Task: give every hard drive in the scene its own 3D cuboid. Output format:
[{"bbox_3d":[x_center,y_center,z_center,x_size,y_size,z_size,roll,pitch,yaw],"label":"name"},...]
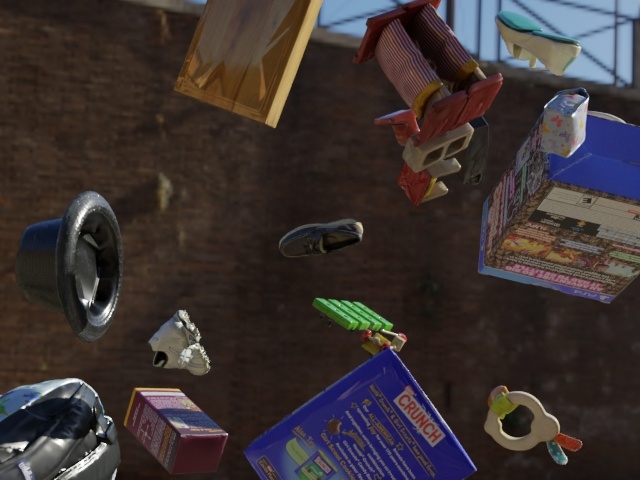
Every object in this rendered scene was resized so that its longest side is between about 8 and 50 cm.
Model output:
[{"bbox_3d":[0.319,-0.241,2.509,0.054,0.172,0.254,-26,-26,-9],"label":"hard drive"}]

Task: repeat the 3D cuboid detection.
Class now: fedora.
[{"bbox_3d":[-0.525,0.052,2.252,0.152,0.334,0.334,4,-6,10],"label":"fedora"}]

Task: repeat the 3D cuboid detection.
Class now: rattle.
[{"bbox_3d":[0.452,0.395,2.341,0.200,0.130,0.143,17,-10,6],"label":"rattle"}]

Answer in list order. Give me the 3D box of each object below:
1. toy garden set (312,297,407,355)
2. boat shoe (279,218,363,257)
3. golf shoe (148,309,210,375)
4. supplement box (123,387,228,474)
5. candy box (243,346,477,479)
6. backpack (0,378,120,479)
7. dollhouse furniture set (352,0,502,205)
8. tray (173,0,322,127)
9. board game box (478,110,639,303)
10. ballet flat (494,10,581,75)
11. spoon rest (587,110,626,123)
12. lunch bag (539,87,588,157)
[{"bbox_3d":[0.107,0.213,2.575,0.204,0.049,0.244,33,10,26],"label":"toy garden set"},{"bbox_3d":[0.000,0.000,1.919,0.152,0.056,0.049,-17,27,8],"label":"boat shoe"},{"bbox_3d":[-0.233,0.179,1.767,0.086,0.069,0.176,-33,-31,-13],"label":"golf shoe"},{"bbox_3d":[-0.269,0.349,2.018,0.104,0.081,0.188,7,16,-40],"label":"supplement box"},{"bbox_3d":[0.070,0.383,1.938,0.317,0.268,0.122,-35,-1,0],"label":"candy box"},{"bbox_3d":[-0.470,0.360,1.717,0.273,0.290,0.355,-12,19,41],"label":"backpack"},{"bbox_3d":[0.155,-0.222,1.912,0.152,0.201,0.374,-26,-21,-23],"label":"dollhouse furniture set"},{"bbox_3d":[-0.115,-0.446,2.115,0.203,0.411,0.076,21,2,14],"label":"tray"},{"bbox_3d":[0.404,-0.048,1.697,0.232,0.141,0.291,13,-31,-7],"label":"board game box"},{"bbox_3d":[0.397,-0.368,2.066,0.086,0.086,0.248,5,22,-25],"label":"ballet flat"},{"bbox_3d":[0.437,-0.141,1.882,0.137,0.084,0.276,10,-31,-2],"label":"spoon rest"},{"bbox_3d":[0.336,-0.163,1.495,0.053,0.071,0.083,21,41,30],"label":"lunch bag"}]
